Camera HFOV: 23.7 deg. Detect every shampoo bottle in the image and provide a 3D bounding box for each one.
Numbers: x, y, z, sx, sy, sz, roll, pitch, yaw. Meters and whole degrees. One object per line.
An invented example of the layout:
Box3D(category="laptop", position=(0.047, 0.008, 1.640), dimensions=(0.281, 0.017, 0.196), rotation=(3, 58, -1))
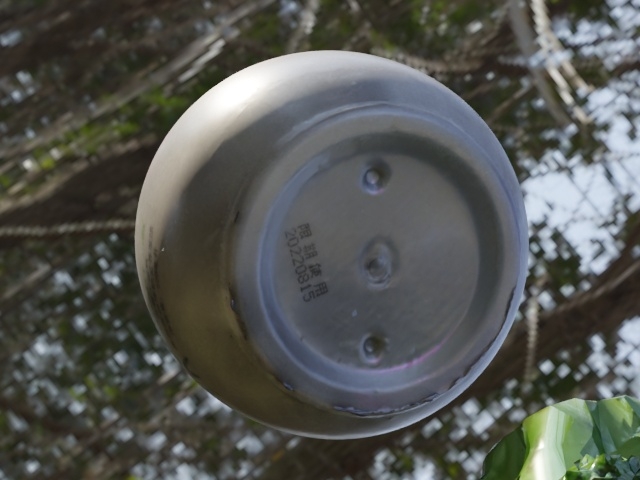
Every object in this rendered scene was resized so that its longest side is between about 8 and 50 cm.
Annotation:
Box3D(category="shampoo bottle", position=(0.000, 0.000, 1.107), dimensions=(0.273, 0.273, 0.266), rotation=(59, -12, -13))

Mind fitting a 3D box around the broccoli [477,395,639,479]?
Box3D(category="broccoli", position=(0.161, 0.228, 0.737), dimensions=(0.321, 0.413, 0.310), rotation=(-137, -146, -85))
